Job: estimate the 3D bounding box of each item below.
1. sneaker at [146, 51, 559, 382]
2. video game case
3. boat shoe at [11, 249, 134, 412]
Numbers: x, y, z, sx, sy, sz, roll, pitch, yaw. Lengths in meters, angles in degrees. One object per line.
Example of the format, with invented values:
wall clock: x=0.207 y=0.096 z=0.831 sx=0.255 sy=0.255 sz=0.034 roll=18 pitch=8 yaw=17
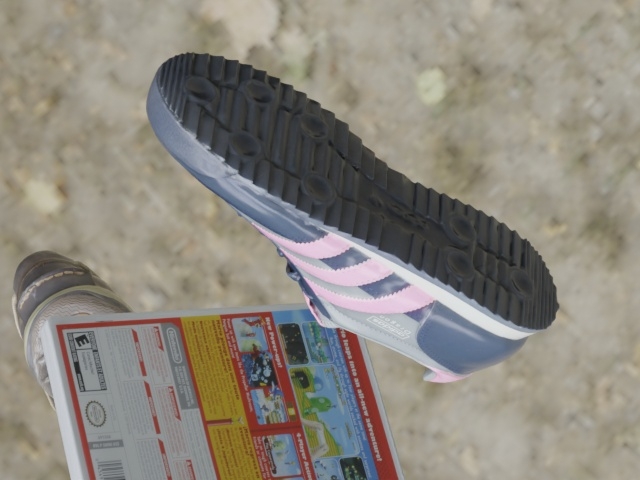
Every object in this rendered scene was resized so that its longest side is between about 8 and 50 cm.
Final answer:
sneaker: x=0.000 y=0.000 z=1.351 sx=0.319 sy=0.112 sz=0.131 roll=34 pitch=133 yaw=-14
video game case: x=-0.075 y=0.150 z=1.637 sx=0.025 sy=0.285 sz=0.204 roll=-50 pitch=49 yaw=52
boat shoe: x=-0.198 y=0.131 z=1.905 sx=0.355 sy=0.132 sz=0.130 roll=76 pitch=167 yaw=-50
